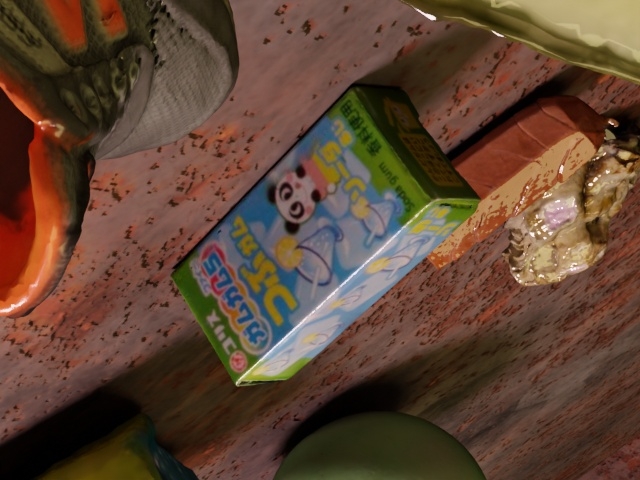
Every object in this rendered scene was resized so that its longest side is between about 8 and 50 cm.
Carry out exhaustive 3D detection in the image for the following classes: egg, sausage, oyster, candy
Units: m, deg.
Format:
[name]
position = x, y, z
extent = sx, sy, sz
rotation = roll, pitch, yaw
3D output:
[egg]
position = 0.059, 0.281, 1.454
extent = 0.220, 0.220, 0.269
rotation = -38, 159, 14
[sausage]
position = 0.137, -0.050, 1.060
extent = 0.169, 0.065, 0.065
rotation = -37, 158, 9
[oyster]
position = 0.224, -0.020, 1.231
extent = 0.163, 0.081, 0.191
rotation = -36, 163, -3
[candy]
position = 0.000, 0.000, 0.932
extent = 0.194, 0.097, 0.062
rotation = -44, 157, 27

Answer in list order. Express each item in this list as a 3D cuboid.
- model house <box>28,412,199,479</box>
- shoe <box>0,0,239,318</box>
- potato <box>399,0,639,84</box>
[model house]
position = -0.189, 0.274, 1.125
extent = 0.237, 0.215, 0.303
rotation = -30, 155, -4
[shoe]
position = -0.119, -0.051, 0.553
extent = 0.132, 0.171, 0.336
rotation = -43, 156, 24
[potato]
position = 0.047, -0.221, 0.380
extent = 0.330, 0.213, 0.280
rotation = 14, 144, -8
